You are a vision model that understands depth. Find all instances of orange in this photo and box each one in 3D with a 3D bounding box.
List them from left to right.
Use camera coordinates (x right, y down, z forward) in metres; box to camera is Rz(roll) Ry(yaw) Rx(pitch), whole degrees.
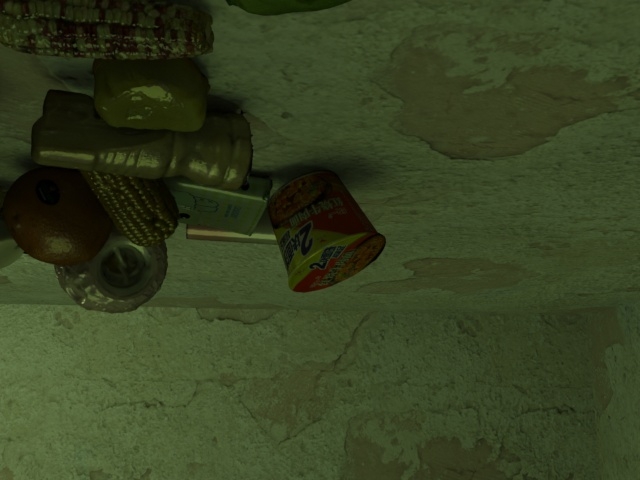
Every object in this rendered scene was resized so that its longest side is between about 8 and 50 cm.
[{"bbox_3d":[-0.516,-0.050,1.195,0.205,0.206,0.206,1,165,0],"label":"orange"}]

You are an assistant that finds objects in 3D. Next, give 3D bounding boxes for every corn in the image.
[{"bbox_3d":[-0.240,-0.243,0.684,0.236,0.080,0.079,0,165,-8],"label":"corn"},{"bbox_3d":[-0.331,-0.099,1.044,0.119,0.119,0.322,-2,142,10],"label":"corn"}]

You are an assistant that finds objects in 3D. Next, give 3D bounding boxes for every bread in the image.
[{"bbox_3d":[-0.221,-0.205,0.805,0.156,0.086,0.125,3,159,-19],"label":"bread"}]

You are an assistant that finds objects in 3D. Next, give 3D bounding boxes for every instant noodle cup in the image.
[{"bbox_3d":[0.000,-0.023,1.200,0.213,0.174,0.213,-22,156,-10],"label":"instant noodle cup"}]

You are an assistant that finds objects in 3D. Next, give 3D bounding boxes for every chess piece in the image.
[{"bbox_3d":[-0.258,-0.144,0.887,0.300,0.138,0.137,2,166,-30],"label":"chess piece"}]

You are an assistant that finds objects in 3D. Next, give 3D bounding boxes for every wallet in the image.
[{"bbox_3d":[-0.272,-0.091,1.248,0.309,0.077,0.223,7,161,-17],"label":"wallet"}]

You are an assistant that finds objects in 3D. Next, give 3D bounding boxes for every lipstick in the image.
[{"bbox_3d":[-0.147,-0.035,1.425,0.326,0.087,0.087,4,165,-10],"label":"lipstick"}]

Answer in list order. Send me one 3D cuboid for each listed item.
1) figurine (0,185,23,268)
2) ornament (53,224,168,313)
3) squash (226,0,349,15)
[{"bbox_3d":[-0.731,-0.057,1.296,0.155,0.235,0.127,-38,164,-9],"label":"figurine"},{"bbox_3d":[-0.498,0.046,1.440,0.259,0.260,0.225,11,-179,-34],"label":"ornament"},{"bbox_3d":[0.026,-0.264,0.507,0.118,0.119,0.370,14,162,-41],"label":"squash"}]
